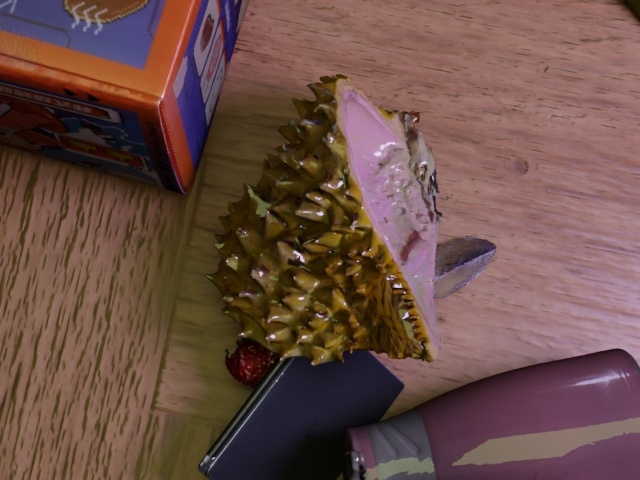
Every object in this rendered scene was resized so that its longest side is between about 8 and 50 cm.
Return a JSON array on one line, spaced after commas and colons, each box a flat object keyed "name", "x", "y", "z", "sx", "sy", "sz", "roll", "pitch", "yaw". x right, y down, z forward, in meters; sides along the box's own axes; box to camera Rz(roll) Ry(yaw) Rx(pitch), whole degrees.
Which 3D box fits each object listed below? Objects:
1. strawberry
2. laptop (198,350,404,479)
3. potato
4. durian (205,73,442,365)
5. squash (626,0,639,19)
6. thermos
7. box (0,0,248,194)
[{"name": "strawberry", "x": -0.042, "y": 0.111, "z": 1.135, "sx": 0.083, "sy": 0.073, "sz": 0.073, "roll": 40, "pitch": 80, "yaw": -4}, {"name": "laptop", "x": -0.014, "y": 0.166, "z": 1.119, "sx": 0.129, "sy": 0.016, "sz": 0.180, "roll": 44, "pitch": 79, "yaw": -30}, {"name": "potato", "x": 0.121, "y": 0.028, "z": 1.177, "sx": 0.093, "sy": 0.036, "sz": 0.037, "roll": -25, "pitch": 43, "yaw": -25}, {"name": "durian", "x": -0.009, "y": -0.006, "z": 1.104, "sx": 0.196, "sy": 0.185, "sz": 0.305, "roll": -19, "pitch": 54, "yaw": 22}, {"name": "squash", "x": 0.376, "y": -0.231, "z": 1.244, "sx": 0.093, "sy": 0.169, "sz": 0.252, "roll": -40, "pitch": 117, "yaw": -6}, {"name": "thermos", "x": 0.153, "y": 0.193, "z": 1.073, "sx": 0.265, "sy": 0.176, "sz": 0.145, "roll": -9, "pitch": 115, "yaw": -6}, {"name": "box", "x": -0.252, "y": -0.219, "z": 1.061, "sx": 0.349, "sy": 0.318, "sz": 0.256, "roll": 16, "pitch": 80, "yaw": 0}]
